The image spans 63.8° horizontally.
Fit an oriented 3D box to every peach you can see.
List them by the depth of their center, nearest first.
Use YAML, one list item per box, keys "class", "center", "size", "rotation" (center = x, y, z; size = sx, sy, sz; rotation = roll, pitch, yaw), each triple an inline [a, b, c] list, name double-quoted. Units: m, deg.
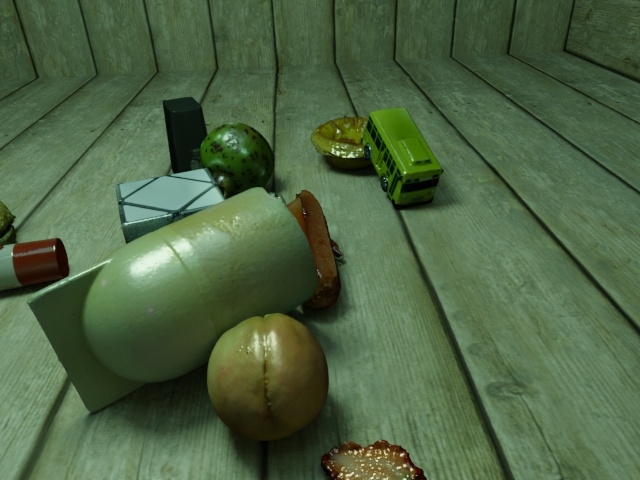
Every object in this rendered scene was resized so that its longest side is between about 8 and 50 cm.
- class: "peach"
  center: [-0.075, 0.200, 0.752]
  size: [0.184, 0.184, 0.184]
  rotation: [-2, 31, 1]

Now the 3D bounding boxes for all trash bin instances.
- class: "trash bin"
  center: [-0.399, -0.302, 1.556]
  size: [0.115, 0.225, 0.165]
  rotation: [-14, 32, -20]

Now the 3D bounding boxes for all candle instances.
- class: "candle"
  center: [0.000, 0.000, 1.192]
  size: [0.048, 0.053, 0.162]
  rotation: [20, 12, -47]

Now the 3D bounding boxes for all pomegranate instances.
- class: "pomegranate"
  center: [-0.241, -0.207, 1.431]
  size: [0.211, 0.211, 0.263]
  rotation: [12, 58, 22]

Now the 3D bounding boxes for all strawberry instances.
- class: "strawberry"
  center: [0.071, 0.313, 0.674]
  size: [0.152, 0.048, 0.104]
  rotation: [8, 37, 42]

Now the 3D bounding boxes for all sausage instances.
- class: "sausage"
  center: [-0.022, 0.015, 1.094]
  size: [0.102, 0.102, 0.330]
  rotation: [-6, 42, -7]

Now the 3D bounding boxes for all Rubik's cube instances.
- class: "Rubik's cube"
  center: [-0.300, -0.011, 1.083]
  size: [0.205, 0.205, 0.207]
  rotation: [-13, 31, -18]

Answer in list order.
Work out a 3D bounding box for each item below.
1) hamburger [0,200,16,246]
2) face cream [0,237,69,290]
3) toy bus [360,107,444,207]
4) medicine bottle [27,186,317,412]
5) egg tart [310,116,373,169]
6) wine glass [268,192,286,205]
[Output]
- class: "hamburger"
  center: [-0.835, -0.023, 1.221]
  size: [0.189, 0.122, 0.215]
  rotation: [-7, 33, -12]
- class: "face cream"
  center: [-0.665, 0.056, 1.100]
  size: [0.214, 0.095, 0.096]
  rotation: [-10, 32, -13]
- class: "toy bus"
  center: [0.218, -0.228, 1.396]
  size: [0.128, 0.150, 0.262]
  rotation: [-11, 56, -17]
- class: "medicine bottle"
  center: [-0.230, 0.092, 0.856]
  size: [0.406, 0.235, 0.236]
  rotation: [-28, 39, -27]
- class: "egg tart"
  center: [0.106, -0.300, 1.628]
  size: [0.295, 0.116, 0.295]
  rotation: [0, 33, 0]
- class: "wine glass"
  center: [-0.111, -0.057, 1.275]
  size: [0.072, 0.072, 0.155]
  rotation: [-7, 31, -8]
